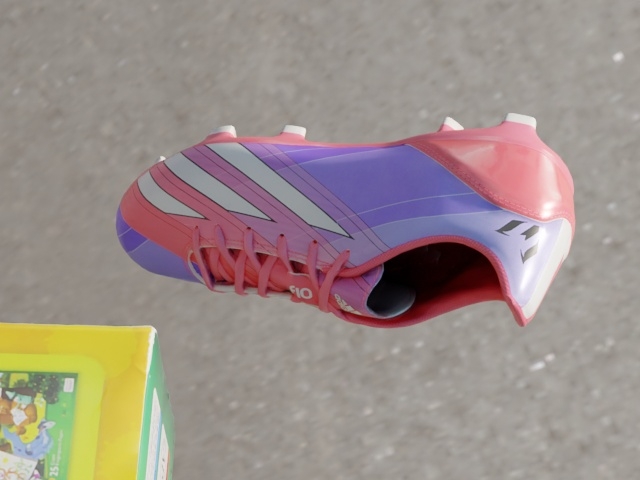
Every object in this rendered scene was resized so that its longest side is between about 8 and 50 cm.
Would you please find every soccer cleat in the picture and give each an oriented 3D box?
[{"bbox_3d":[0.000,0.000,0.911,0.083,0.248,0.095,52,44,-43],"label":"soccer cleat"}]

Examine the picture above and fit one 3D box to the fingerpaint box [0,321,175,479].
[{"bbox_3d":[-0.284,0.272,1.090,0.371,0.163,0.445,1,60,2],"label":"fingerpaint box"}]
